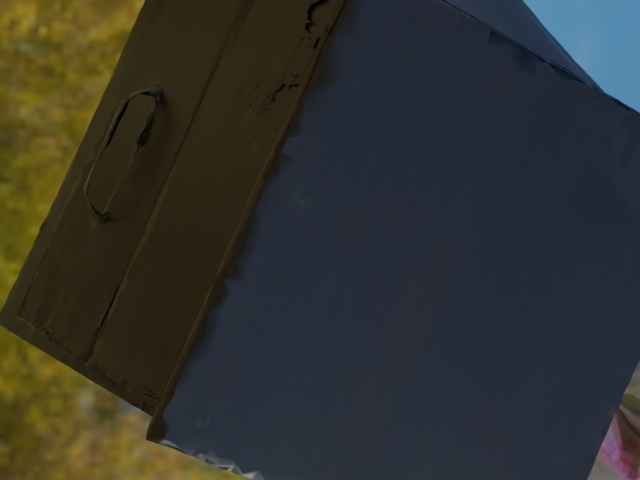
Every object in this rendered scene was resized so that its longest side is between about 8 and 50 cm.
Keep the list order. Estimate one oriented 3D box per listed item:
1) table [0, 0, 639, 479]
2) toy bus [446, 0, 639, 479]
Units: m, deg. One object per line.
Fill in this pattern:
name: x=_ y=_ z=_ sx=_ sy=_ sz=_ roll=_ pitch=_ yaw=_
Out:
table: x=0.000 y=0.000 z=0.732 sx=0.193 sy=0.172 sz=0.169 roll=21 pitch=-94 yaw=62
toy bus: x=0.106 y=-0.009 z=1.134 sx=0.171 sy=0.386 sz=0.162 roll=-49 pitch=-167 yaw=-23
